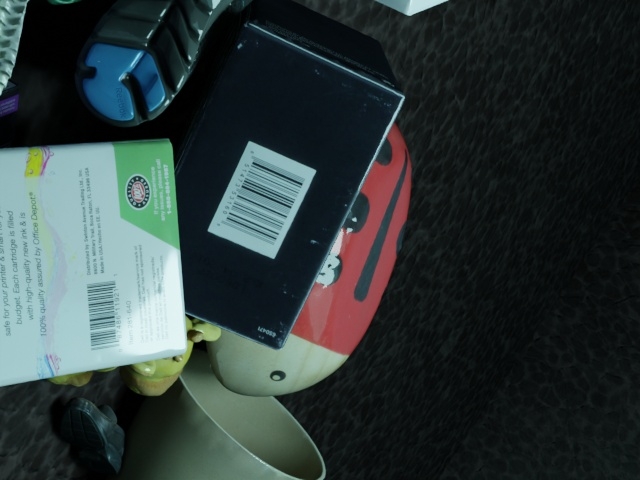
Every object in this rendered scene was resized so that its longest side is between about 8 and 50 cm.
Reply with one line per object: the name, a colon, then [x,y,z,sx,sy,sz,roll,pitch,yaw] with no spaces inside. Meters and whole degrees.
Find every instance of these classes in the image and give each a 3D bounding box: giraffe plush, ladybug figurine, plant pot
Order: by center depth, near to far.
giraffe plush: [-0.210,0.101,1.567,0.181,0.170,0.210,-49,154,-24]
ladybug figurine: [0.000,0.000,1.815,0.305,0.162,0.449,20,87,-62]
plant pot: [-0.179,0.325,1.834,0.274,0.256,0.256,-49,158,9]

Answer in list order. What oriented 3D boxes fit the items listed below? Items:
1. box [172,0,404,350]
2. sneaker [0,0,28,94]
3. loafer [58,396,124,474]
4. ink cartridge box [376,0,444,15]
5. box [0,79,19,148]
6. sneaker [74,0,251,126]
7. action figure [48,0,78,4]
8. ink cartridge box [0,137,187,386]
box: [-0.058,-0.090,1.475,0.294,0.183,0.296,-99,-147,-71]
sneaker: [-0.282,-0.230,1.142,0.293,0.102,0.146,-54,-151,39]
loafer: [-0.281,0.230,1.723,0.170,0.062,0.061,85,19,-58]
ink cartridge box: [0.046,-0.385,1.415,0.197,0.270,0.198,-31,143,-51]
box: [-0.338,-0.065,1.305,0.116,0.029,0.162,-32,145,-47]
sneaker: [-0.116,-0.260,1.321,0.341,0.125,0.139,-49,-168,-1]
action figure: [-0.202,-0.281,1.293,0.232,0.063,0.137,-43,153,-42]
ink cartridge box: [-0.270,0.018,1.232,0.278,0.117,0.201,-7,95,-36]
